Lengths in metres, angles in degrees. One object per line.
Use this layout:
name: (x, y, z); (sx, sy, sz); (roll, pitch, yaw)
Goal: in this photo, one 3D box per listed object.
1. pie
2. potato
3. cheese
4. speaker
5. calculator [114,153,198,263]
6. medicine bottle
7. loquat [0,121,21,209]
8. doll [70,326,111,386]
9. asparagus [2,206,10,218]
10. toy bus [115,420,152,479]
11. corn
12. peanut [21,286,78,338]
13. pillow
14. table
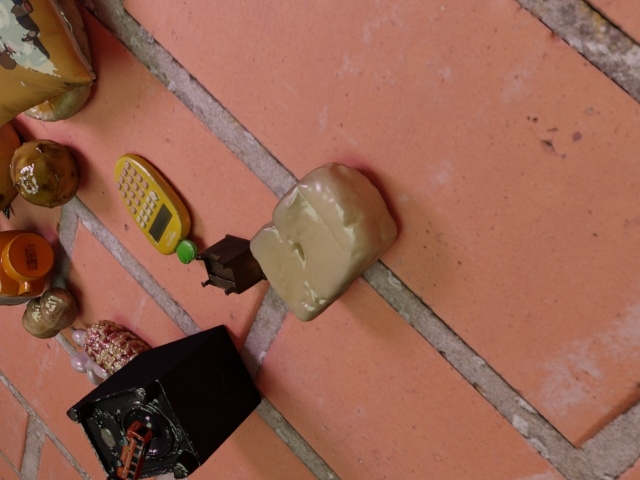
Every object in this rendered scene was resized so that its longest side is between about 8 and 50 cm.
pie: (-0.523, -0.364, 1.605); (0.339, 0.077, 0.339); (20, 128, 28)
potato: (-0.539, -0.129, 1.749); (0.176, 0.137, 0.137); (32, 139, 56)
cheese: (0.001, -0.001, 1.293); (0.159, 0.093, 0.263); (48, 140, 5)
speaker: (-0.277, 0.305, 1.626); (0.232, 0.254, 0.184); (-20, 101, 30)
calculator: (-0.295, -0.055, 1.613); (0.235, 0.032, 0.146); (51, 142, 9)
medicine bottle: (-0.684, 0.057, 2.004); (0.222, 0.112, 0.150); (-22, 72, 51)
loquat: (-0.713, -0.166, 1.843); (0.238, 0.193, 0.238); (45, 144, 45)
doll: (-0.523, 0.269, 2.057); (0.160, 0.059, 0.161); (-7, 111, 49)
asparagus: (-0.766, -0.153, 2.048); (0.023, 0.022, 0.233); (-26, 94, 23)
toy bus: (-0.310, 0.354, 1.494); (0.043, 0.031, 0.110); (26, 120, 12)
corn: (-0.380, 0.265, 1.879); (0.289, 0.098, 0.098); (29, 134, 24)
peanut: (-0.621, 0.167, 2.063); (0.104, 0.086, 0.227); (39, 143, -21)
pillow: (-0.530, -0.352, 1.477); (0.312, 0.119, 0.310); (-12, 110, 37)
table: (-0.150, 0.044, 1.488); (0.083, 0.082, 0.070); (15, 126, 40)
